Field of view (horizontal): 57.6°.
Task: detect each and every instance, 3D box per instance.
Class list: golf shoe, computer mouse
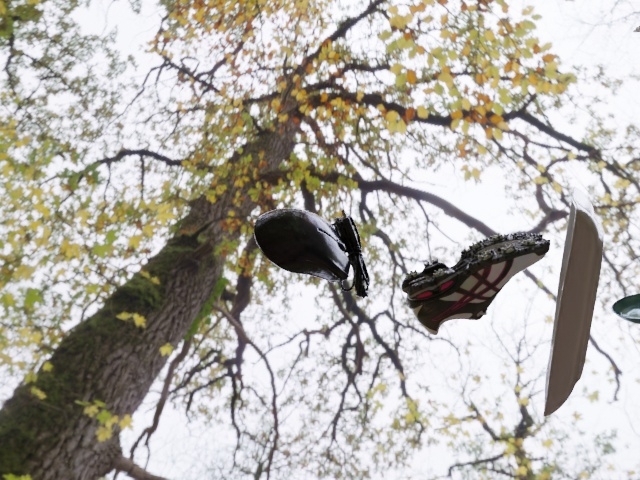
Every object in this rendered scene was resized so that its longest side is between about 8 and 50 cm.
[{"bbox_3d":[0.287,0.071,1.055,0.273,0.105,0.120,-23,-75,8],"label":"golf shoe"},{"bbox_3d":[0.000,0.000,1.072,0.272,0.188,0.072,14,-38,-44],"label":"computer mouse"}]

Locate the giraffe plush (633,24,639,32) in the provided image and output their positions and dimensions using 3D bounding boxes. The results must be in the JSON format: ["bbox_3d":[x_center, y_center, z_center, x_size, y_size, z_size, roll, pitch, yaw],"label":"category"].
[{"bbox_3d":[0.330,-0.328,0.532,0.210,0.181,0.170,-47,-66,-9],"label":"giraffe plush"}]

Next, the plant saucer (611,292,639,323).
[{"bbox_3d":[0.621,0.132,1.109,0.120,0.119,0.021,-14,-77,10],"label":"plant saucer"}]

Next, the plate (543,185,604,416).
[{"bbox_3d":[0.363,0.073,0.833,0.045,0.278,0.277,8,-76,21],"label":"plate"}]
